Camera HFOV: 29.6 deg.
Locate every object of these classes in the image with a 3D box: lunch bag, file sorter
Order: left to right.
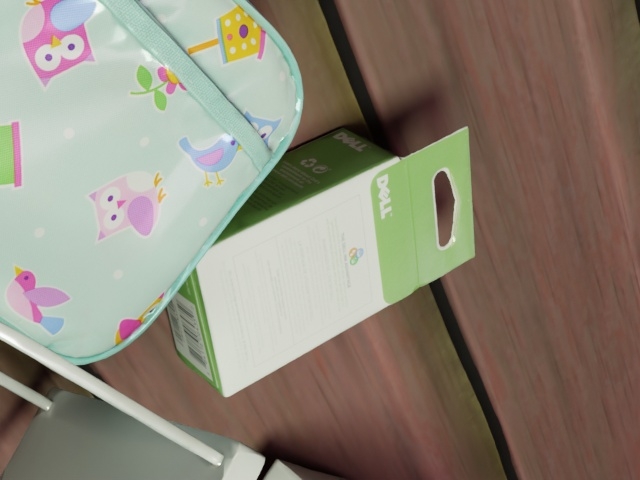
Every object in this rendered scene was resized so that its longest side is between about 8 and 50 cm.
[{"bbox_3d":[-0.197,0.171,0.549,0.173,0.192,0.278,40,68,-34],"label":"file sorter"},{"bbox_3d":[-0.145,-0.086,0.582,0.224,0.108,0.279,-50,134,-6],"label":"lunch bag"}]

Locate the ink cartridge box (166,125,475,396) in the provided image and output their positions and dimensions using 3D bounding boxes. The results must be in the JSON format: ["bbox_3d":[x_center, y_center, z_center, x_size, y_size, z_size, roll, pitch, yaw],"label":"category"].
[{"bbox_3d":[0.000,0.000,0.777,0.209,0.062,0.109,-27,128,-25],"label":"ink cartridge box"}]

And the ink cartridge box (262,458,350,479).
[{"bbox_3d":[-0.016,0.327,0.828,0.289,0.211,0.121,-56,148,-1],"label":"ink cartridge box"}]
